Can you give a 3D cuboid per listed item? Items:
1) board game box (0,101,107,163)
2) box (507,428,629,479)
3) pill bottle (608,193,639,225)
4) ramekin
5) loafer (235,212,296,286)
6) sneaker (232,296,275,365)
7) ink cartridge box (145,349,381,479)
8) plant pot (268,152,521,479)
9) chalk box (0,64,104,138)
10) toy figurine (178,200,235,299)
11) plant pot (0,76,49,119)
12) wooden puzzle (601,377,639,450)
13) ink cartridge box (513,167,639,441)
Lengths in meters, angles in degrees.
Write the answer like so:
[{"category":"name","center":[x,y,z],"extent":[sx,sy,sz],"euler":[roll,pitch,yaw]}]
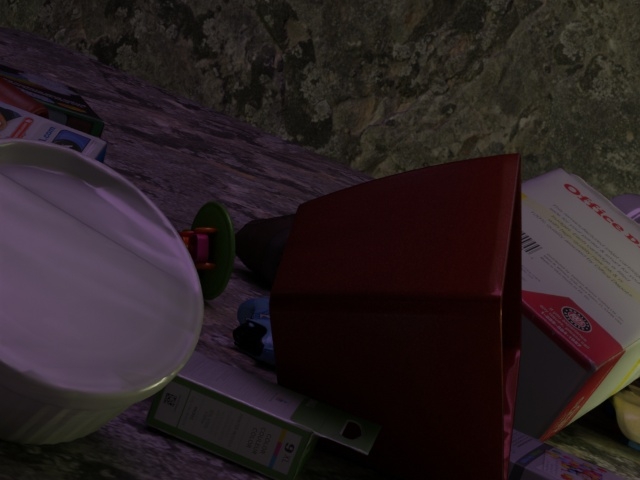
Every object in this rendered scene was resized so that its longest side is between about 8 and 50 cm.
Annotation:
[{"category":"board game box","center":[-0.410,-0.040,1.614],"extent":[0.301,0.086,0.308],"euler":[21,39,5]},{"category":"box","center":[0.270,0.270,1.819],"extent":[0.186,0.038,0.145],"euler":[24,10,19]},{"category":"pill bottle","center":[0.554,0.092,2.346],"extent":[0.224,0.224,0.392],"euler":[11,17,-43]},{"category":"ramekin","center":[-0.246,0.053,1.418],"extent":[0.272,0.127,0.273],"euler":[23,42,-23]},{"category":"loafer","center":[0.000,0.000,2.503],"extent":[0.130,0.134,0.366],"euler":[26,11,31]},{"category":"sneaker","center":[-0.073,0.105,1.979],"extent":[0.073,0.063,0.162],"euler":[12,11,-23]},{"category":"ink cartridge box","center":[-0.054,0.179,1.584],"extent":[0.209,0.062,0.109],"euler":[21,9,6]},{"category":"plant pot","center":[0.082,0.085,1.690],"extent":[0.235,0.267,0.267],"euler":[2,36,10]},{"category":"chalk box","center":[-0.413,-0.120,2.213],"extent":[0.180,0.179,0.289],"euler":[17,11,-22]},{"category":"toy figurine","center":[-0.220,0.011,2.125],"extent":[0.159,0.130,0.173],"euler":[4,-6,-30]},{"category":"plant pot","center":[-0.484,-0.132,1.944],"extent":[0.265,0.272,0.272],"euler":[28,10,2]},{"category":"wooden puzzle","center":[0.530,0.264,2.300],"extent":[0.322,0.081,0.348],"euler":[19,14,-4]},{"category":"ink cartridge box","center":[0.298,0.077,2.134],"extent":[0.279,0.160,0.384],"euler":[42,32,19]}]
